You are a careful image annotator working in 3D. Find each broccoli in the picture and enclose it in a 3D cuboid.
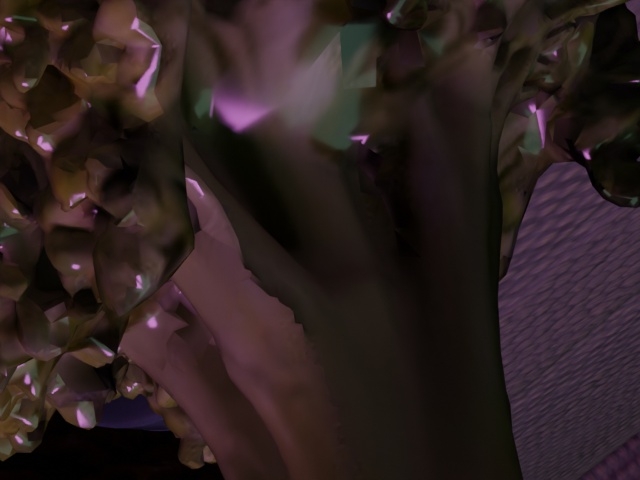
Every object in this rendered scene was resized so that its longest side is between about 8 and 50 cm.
[{"bbox_3d":[0.000,0.000,0.474,0.247,0.243,0.263,-14,154,-12],"label":"broccoli"}]

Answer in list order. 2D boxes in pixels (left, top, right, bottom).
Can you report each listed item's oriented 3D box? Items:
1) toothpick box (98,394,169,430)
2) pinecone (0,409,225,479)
[{"bbox_3d":[-0.045,0.026,0.710,0.101,0.101,0.153,-36,162,14],"label":"toothpick box"},{"bbox_3d":[-0.126,0.192,0.778,0.244,0.309,0.244,-2,-172,0],"label":"pinecone"}]
